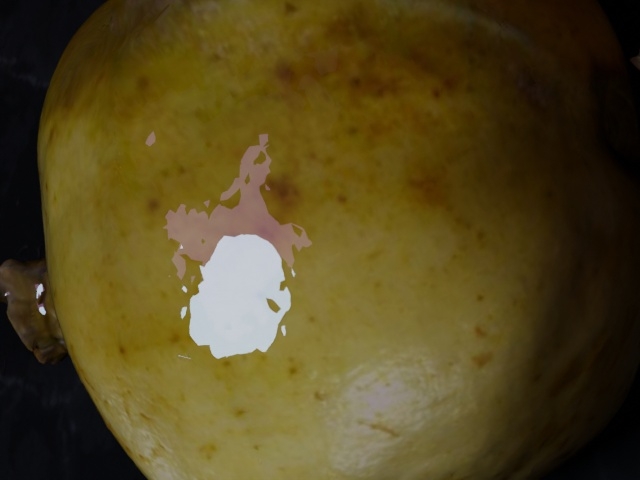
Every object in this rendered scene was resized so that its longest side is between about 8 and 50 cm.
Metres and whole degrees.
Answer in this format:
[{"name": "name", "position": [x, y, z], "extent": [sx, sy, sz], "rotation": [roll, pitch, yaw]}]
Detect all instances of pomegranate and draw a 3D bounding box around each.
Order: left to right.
[{"name": "pomegranate", "position": [0.014, -0.011, 0.700], "extent": [0.307, 0.307, 0.307], "rotation": [-10, 76, 46]}]

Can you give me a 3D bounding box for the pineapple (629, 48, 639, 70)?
[{"name": "pineapple", "position": [0.206, -0.180, 0.619], "extent": [0.130, 0.119, 0.277], "rotation": [24, 100, 40]}]
